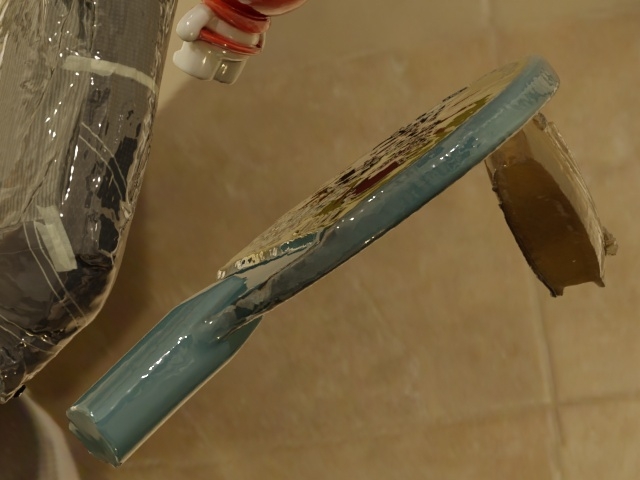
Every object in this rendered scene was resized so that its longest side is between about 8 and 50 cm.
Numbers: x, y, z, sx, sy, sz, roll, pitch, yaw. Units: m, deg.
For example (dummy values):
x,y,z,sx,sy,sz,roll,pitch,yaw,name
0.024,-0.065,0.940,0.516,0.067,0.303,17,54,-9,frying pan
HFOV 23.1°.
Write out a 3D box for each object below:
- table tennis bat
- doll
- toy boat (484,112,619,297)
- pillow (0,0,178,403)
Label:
x,y,z,sx,sy,sz,roll,pitch,yaw,name
0.000,0.000,0.839,0.329,0.215,0.044,-40,99,-23,table tennis bat
-0.064,-0.306,1.692,0.130,0.161,0.290,40,110,34,doll
0.239,-0.059,1.677,0.089,0.321,0.121,-14,52,20,toy boat
-0.161,-0.067,0.933,0.161,0.092,0.335,-16,58,45,pillow
